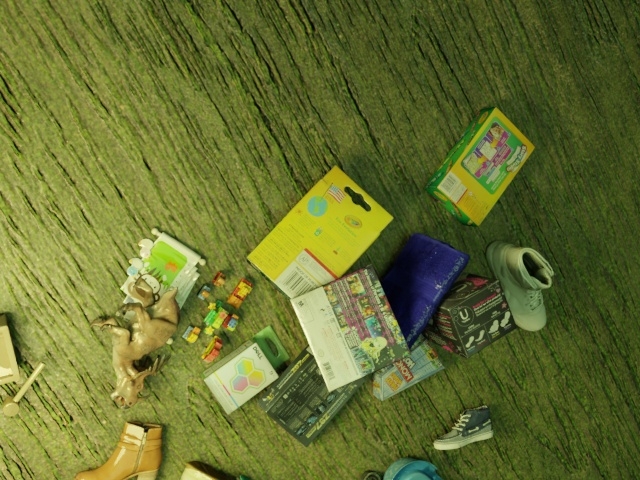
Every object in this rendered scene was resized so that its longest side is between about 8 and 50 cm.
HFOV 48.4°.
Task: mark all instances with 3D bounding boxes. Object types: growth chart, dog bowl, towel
[{"bbox_3d":[-0.379,0.105,1.671,0.172,0.021,0.237,26,85,-19],"label":"growth chart"},{"bbox_3d":[0.285,0.704,1.934,0.297,0.074,0.166,44,80,-19],"label":"dog bowl"},{"bbox_3d":[0.214,0.127,1.774,0.076,0.227,0.308,36,84,-26],"label":"towel"}]

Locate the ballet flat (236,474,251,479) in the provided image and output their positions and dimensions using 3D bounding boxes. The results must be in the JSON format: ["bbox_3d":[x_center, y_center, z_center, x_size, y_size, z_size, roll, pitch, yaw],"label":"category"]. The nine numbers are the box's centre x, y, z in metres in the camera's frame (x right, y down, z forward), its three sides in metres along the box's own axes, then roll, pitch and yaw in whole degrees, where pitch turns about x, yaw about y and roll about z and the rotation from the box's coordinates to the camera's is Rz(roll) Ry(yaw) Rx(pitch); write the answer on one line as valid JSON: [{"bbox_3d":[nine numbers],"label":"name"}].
[{"bbox_3d":[-0.155,0.663,1.783,0.188,0.070,0.070,44,80,-15],"label":"ballet flat"}]

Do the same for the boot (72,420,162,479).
[{"bbox_3d":[-0.465,0.497,1.652,0.197,0.073,0.153,9,93,-32],"label":"boot"}]

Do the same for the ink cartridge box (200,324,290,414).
[{"bbox_3d":[-0.175,0.314,1.740,0.209,0.062,0.109,-34,105,-14],"label":"ink cartridge box"}]

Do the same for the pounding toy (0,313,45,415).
[{"bbox_3d":[-0.695,0.272,1.541,0.181,0.094,0.206,-13,109,-23],"label":"pounding toy"}]

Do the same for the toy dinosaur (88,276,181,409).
[{"bbox_3d":[-0.387,0.214,1.598,0.295,0.127,0.200,-43,111,8],"label":"toy dinosaur"}]

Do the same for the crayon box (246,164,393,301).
[{"bbox_3d":[0.000,0.000,1.734,0.202,0.081,0.318,43,80,2],"label":"crayon box"}]

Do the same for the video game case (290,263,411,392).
[{"bbox_3d":[0.069,0.201,1.645,0.210,0.042,0.232,-24,85,-4],"label":"video game case"}]

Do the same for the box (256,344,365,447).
[{"bbox_3d":[-0.020,0.376,1.781,0.233,0.059,0.183,-47,124,-9],"label":"box"}]

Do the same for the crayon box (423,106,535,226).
[{"bbox_3d":[0.425,-0.196,1.896,0.165,0.081,0.278,40,81,-19],"label":"crayon box"}]

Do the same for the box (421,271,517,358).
[{"bbox_3d":[0.349,0.175,1.816,0.163,0.247,0.142,-28,105,-15],"label":"box"}]

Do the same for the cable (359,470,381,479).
[{"bbox_3d":[0.145,0.763,1.892,0.139,0.072,0.287,12,91,-26],"label":"cable"}]

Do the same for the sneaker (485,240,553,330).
[{"bbox_3d":[0.568,0.139,1.934,0.108,0.169,0.293,-36,107,-15],"label":"sneaker"}]

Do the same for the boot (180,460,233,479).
[{"bbox_3d":[-0.249,0.675,1.688,0.261,0.095,0.204,27,87,13],"label":"boot"}]

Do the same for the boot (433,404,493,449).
[{"bbox_3d":[0.390,0.514,1.965,0.189,0.069,0.086,-8,91,-27],"label":"boot"}]

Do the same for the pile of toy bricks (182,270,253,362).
[{"bbox_3d":[-0.243,0.177,1.680,0.118,0.105,0.212,34,83,-19],"label":"pile of toy bricks"}]

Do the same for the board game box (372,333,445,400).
[{"bbox_3d":[0.198,0.316,1.875,0.194,0.060,0.194,-38,106,-13],"label":"board game box"}]
